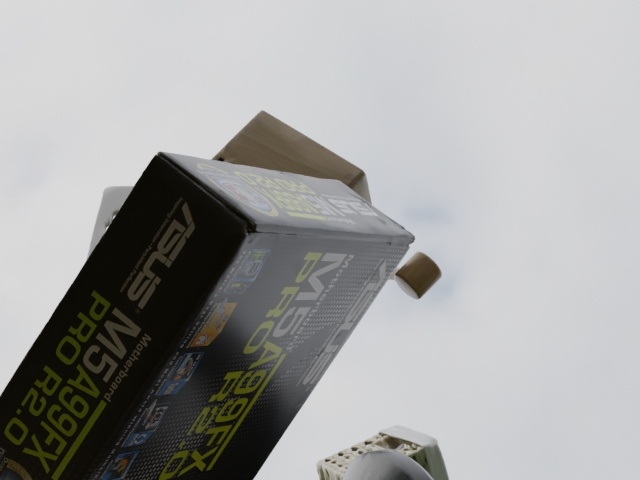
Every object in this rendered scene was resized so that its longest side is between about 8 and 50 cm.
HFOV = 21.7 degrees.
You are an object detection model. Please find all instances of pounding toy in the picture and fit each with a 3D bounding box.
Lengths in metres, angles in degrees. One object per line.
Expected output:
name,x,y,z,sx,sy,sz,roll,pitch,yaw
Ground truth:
pounding toy,0.006,0.008,1.548,0.206,0.094,0.181,33,-23,27

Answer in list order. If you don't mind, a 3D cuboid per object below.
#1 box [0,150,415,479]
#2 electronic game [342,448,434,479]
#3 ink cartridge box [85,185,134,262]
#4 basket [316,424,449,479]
box,-0.081,0.088,0.825,0.060,0.216,0.270,38,-79,19
electronic game,0.055,0.226,0.899,0.048,0.229,0.229,-11,-56,-17
ink cartridge box,-0.099,0.008,1.407,0.180,0.104,0.060,0,-41,9
basket,0.071,0.282,1.659,0.103,0.113,0.167,-16,-82,-19
